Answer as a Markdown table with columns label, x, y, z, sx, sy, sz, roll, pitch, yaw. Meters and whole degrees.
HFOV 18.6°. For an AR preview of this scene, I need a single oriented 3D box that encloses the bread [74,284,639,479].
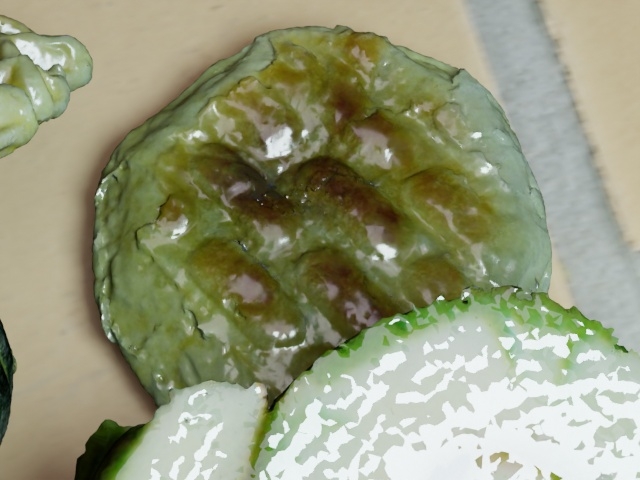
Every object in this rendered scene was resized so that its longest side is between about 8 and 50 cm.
| label | x | y | z | sx | sy | sz | roll | pitch | yaw |
| --- | --- | --- | --- | --- | --- | --- | --- | --- | --- |
| bread | 0.044 | 0.196 | 1.037 | 0.382 | 0.129 | 0.366 | 27 | 78 | -1 |

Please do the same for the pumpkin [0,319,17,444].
| label | x | y | z | sx | sy | sz | roll | pitch | yaw |
| --- | --- | --- | --- | --- | --- | --- | --- | --- | --- |
| pumpkin | -0.274 | 0.086 | 1.068 | 0.220 | 0.162 | 0.220 | -16 | 39 | 13 |

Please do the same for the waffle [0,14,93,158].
| label | x | y | z | sx | sy | sz | roll | pitch | yaw |
| --- | --- | --- | --- | --- | --- | --- | --- | --- | --- |
| waffle | -0.300 | -0.070 | 1.120 | 0.291 | 0.056 | 0.309 | 6 | 29 | 22 |

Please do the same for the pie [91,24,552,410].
| label | x | y | z | sx | sy | sz | roll | pitch | yaw |
| --- | --- | --- | --- | --- | --- | --- | --- | --- | --- |
| pie | 0.000 | 0.000 | 1.191 | 0.306 | 0.071 | 0.306 | 1 | 63 | -2 |
